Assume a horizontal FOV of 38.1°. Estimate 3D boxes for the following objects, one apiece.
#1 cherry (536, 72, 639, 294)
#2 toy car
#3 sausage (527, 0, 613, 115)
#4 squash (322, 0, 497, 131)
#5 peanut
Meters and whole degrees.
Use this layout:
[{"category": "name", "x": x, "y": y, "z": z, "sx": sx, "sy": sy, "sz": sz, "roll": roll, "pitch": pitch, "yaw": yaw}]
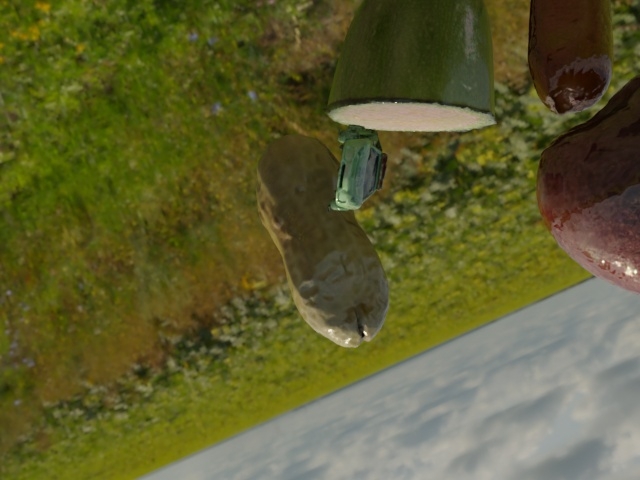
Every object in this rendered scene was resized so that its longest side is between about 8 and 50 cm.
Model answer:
[{"category": "cherry", "x": 0.351, "y": -0.047, "z": 0.948, "sx": 0.239, "sy": 0.239, "sz": 0.206, "roll": -22, "pitch": -172, "yaw": -14}, {"category": "toy car", "x": 0.045, "y": -0.080, "z": 1.053, "sx": 0.058, "sy": 0.093, "sz": 0.186, "roll": 11, "pitch": -168, "yaw": 4}, {"category": "sausage", "x": 0.298, "y": -0.289, "z": 1.104, "sx": 0.094, "sy": 0.348, "sz": 0.097, "roll": -3, "pitch": 145, "yaw": 19}, {"category": "squash", "x": 0.168, "y": -0.364, "z": 1.647, "sx": 0.310, "sy": 0.309, "sz": 0.310, "roll": 3, "pitch": 180, "yaw": 0}, {"category": "peanut", "x": 0.000, "y": 0.000, "z": 1.185, "sx": 0.130, "sy": 0.290, "sz": 0.130, "roll": -19, "pitch": 160, "yaw": -7}]
